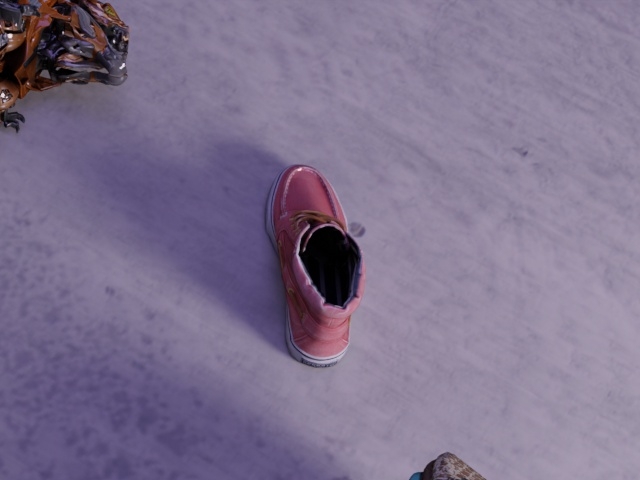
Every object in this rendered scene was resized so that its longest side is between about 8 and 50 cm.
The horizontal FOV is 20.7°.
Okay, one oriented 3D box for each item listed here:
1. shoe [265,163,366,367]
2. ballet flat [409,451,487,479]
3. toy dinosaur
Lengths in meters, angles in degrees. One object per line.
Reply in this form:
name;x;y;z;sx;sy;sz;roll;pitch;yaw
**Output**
shoe;0.000;0.000;1.301;0.064;0.081;0.178;3;55;-12
ballet flat;0.142;0.346;1.029;0.182;0.164;0.482;-8;55;17
toy dinosaur;-0.307;-0.137;1.312;0.322;0.164;0.218;-9;41;1
